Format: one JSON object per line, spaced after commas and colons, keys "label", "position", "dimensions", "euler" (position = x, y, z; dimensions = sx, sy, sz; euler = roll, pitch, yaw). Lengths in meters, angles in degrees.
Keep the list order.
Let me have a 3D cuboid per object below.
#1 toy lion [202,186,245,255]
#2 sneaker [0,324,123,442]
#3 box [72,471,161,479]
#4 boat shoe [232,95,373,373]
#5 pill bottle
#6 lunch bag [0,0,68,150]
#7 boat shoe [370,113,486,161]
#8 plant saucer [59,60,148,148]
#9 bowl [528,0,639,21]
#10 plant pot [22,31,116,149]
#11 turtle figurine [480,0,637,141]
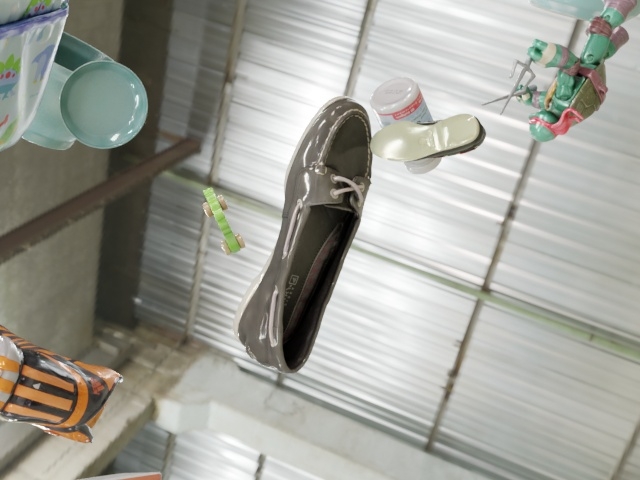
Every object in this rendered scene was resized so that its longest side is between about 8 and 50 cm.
{"label": "toy lion", "position": [-0.140, -0.028, 1.234], "dimensions": [0.034, 0.100, 0.096], "euler": [-25, 4, -5]}
{"label": "sneaker", "position": [-0.358, 0.179, 1.056], "dimensions": [0.180, 0.321, 0.124], "euler": [28, -99, -32]}
{"label": "box", "position": [-0.225, 0.274, 0.737], "dimensions": [0.091, 0.171, 0.130], "euler": [-26, 69, 56]}
{"label": "boat shoe", "position": [0.000, 0.000, 1.022], "dimensions": [0.112, 0.095, 0.335], "euler": [13, -76, -42]}
{"label": "pill bottle", "position": [0.151, -0.192, 1.474], "dimensions": [0.160, 0.087, 0.087], "euler": [58, -133, -38]}
{"label": "lunch bag", "position": [-0.277, -0.140, 0.656], "dimensions": [0.219, 0.090, 0.176], "euler": [-68, 1, -68]}
{"label": "boat shoe", "position": [0.122, -0.113, 0.986], "dimensions": [0.042, 0.133, 0.048], "euler": [17, -112, -61]}
{"label": "plant saucer", "position": [-0.296, -0.186, 1.178], "dimensions": [0.021, 0.119, 0.119], "euler": [31, 105, 60]}
{"label": "bowl", "position": [0.493, -0.497, 1.590], "dimensions": [0.311, 0.312, 0.163], "euler": [-43, -33, -62]}
{"label": "plant pot", "position": [-0.572, -0.317, 1.838], "dimensions": [0.196, 0.293, 0.293], "euler": [-59, -10, 17]}
{"label": "turtle figurine", "position": [0.299, -0.200, 1.066], "dimensions": [0.234, 0.118, 0.175], "euler": [-50, -5, -13]}
